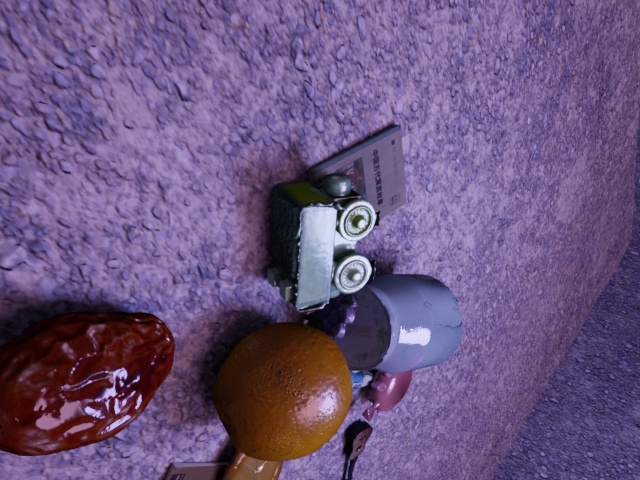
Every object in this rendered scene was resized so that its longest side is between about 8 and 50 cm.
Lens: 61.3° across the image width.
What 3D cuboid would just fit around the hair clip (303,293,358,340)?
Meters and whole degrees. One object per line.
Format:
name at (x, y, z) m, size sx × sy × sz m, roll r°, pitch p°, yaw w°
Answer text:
hair clip at (0.022, 0.174, 1.187) m, size 0.052 × 0.124 × 0.195 m, roll 16°, pitch 134°, yaw -31°

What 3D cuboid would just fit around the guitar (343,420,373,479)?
guitar at (0.096, 0.660, 1.625) m, size 0.084 × 0.038 × 0.271 m, roll -10°, pitch 122°, yaw -39°

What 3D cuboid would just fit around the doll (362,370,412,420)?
doll at (0.201, 0.417, 1.565) m, size 0.262 × 0.093 × 0.211 m, roll -47°, pitch 145°, yaw -32°

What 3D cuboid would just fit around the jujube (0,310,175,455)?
jujube at (-0.343, 0.191, 0.782) m, size 0.290 × 0.197 × 0.197 m, roll -16°, pitch 122°, yaw -60°

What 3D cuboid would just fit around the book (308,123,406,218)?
book at (0.090, -0.118, 1.217) m, size 0.283 × 0.025 × 0.214 m, roll -33°, pitch 130°, yaw -31°

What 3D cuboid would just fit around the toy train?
toy train at (0.000, 0.000, 1.069) m, size 0.188 × 0.159 × 0.271 m, roll -10°, pitch 119°, yaw -26°

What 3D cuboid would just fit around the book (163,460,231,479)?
book at (-0.259, 0.596, 1.212) m, size 0.310 × 0.021 × 0.217 m, roll 27°, pitch 89°, yaw -51°

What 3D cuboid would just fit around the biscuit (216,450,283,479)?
biscuit at (-0.155, 0.533, 1.247) m, size 0.203 × 0.041 × 0.260 m, roll -10°, pitch 118°, yaw -46°

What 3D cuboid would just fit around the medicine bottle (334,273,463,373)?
medicine bottle at (0.169, 0.199, 1.297) m, size 0.290 × 0.245 × 0.245 m, roll 5°, pitch 105°, yaw -50°

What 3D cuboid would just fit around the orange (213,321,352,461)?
orange at (-0.074, 0.296, 1.071) m, size 0.274 × 0.274 × 0.274 m, roll -25°, pitch 127°, yaw -38°

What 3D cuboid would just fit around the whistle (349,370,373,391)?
whistle at (0.069, 0.362, 1.415) m, size 0.236 × 0.077 × 0.114 m, roll 18°, pitch 103°, yaw -57°
